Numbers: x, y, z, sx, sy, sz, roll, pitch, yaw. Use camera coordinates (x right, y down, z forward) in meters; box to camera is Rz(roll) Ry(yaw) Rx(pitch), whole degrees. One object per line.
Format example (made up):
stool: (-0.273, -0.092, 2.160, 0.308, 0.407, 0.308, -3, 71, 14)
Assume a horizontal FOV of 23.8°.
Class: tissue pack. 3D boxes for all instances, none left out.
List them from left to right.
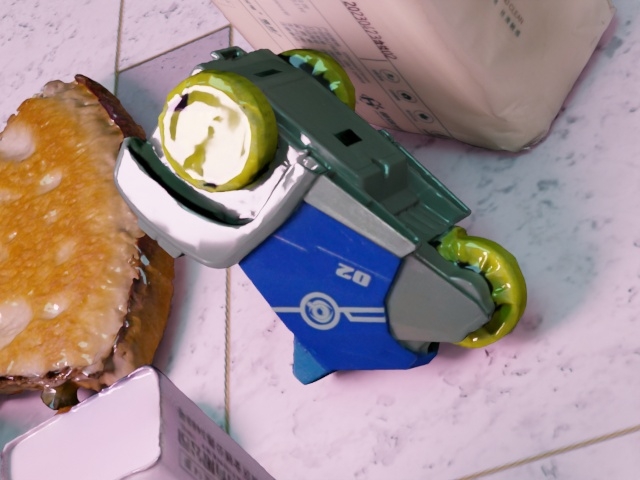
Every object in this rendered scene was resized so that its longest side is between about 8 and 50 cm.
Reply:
tissue pack: (0.037, -0.263, 1.308, 0.297, 0.380, 0.207, 17, 70, 41)

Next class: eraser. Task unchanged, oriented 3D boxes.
eraser: (-0.083, 0.215, 1.050, 0.130, 0.287, 0.086, -27, 40, 13)

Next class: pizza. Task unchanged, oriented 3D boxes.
pizza: (-0.270, 0.035, 1.487, 0.392, 0.080, 0.435, 22, 70, 44)

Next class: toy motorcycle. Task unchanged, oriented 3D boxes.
toy motorcycle: (0.000, 0.000, 1.235, 0.326, 0.191, 0.200, 43, 116, 10)

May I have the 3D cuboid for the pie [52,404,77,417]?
pie: (-0.177, 0.199, 1.286, 0.194, 0.079, 0.163, 7, 56, 37)
